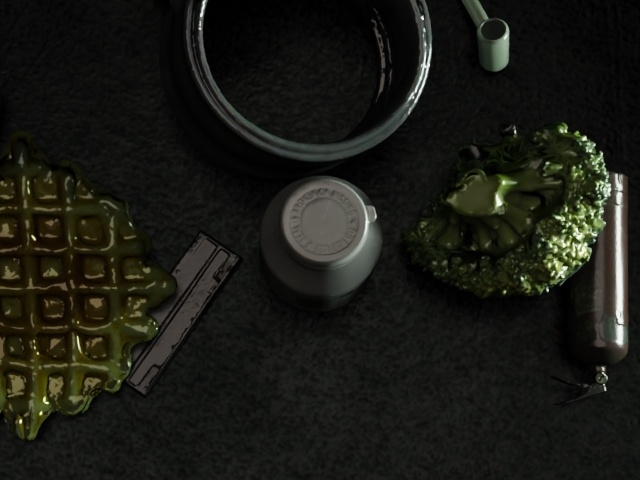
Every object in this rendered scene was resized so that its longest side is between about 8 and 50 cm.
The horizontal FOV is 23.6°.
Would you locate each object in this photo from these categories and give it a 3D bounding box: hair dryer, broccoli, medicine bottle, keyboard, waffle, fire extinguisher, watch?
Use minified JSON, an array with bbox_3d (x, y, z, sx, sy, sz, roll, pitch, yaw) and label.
[{"bbox_3d":[0.188,-0.265,1.829,0.038,0.063,0.124,-22,61,-5],"label":"hair dryer"},{"bbox_3d":[0.203,-0.031,1.710,0.226,0.176,0.198,4,70,4],"label":"broccoli"},{"bbox_3d":[0.000,0.000,1.680,0.135,0.215,0.135,1,79,-3],"label":"medicine bottle"},{"bbox_3d":[-0.169,0.084,1.762,0.064,0.010,0.198,34,80,7],"label":"keyboard"},{"bbox_3d":[-0.334,0.050,1.715,0.317,0.073,0.297,43,86,-9],"label":"waffle"},{"bbox_3d":[0.308,0.057,1.754,0.089,0.072,0.267,4,79,-7],"label":"fire extinguisher"},{"bbox_3d":[-0.012,-0.246,1.721,0.335,0.314,0.327,-22,93,-17],"label":"watch"}]
